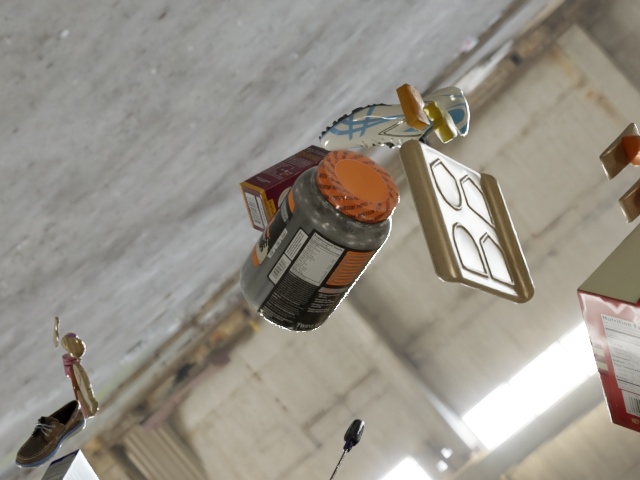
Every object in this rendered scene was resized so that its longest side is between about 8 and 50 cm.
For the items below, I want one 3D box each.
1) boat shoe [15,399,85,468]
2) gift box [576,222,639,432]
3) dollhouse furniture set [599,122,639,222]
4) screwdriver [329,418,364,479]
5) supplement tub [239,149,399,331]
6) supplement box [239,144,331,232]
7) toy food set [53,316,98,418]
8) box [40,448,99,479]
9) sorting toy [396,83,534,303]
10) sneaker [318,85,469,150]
[{"bbox_3d":[-0.541,0.379,2.190,0.183,0.066,0.066,-45,142,-52],"label":"boat shoe"},{"bbox_3d":[0.483,0.103,1.327,0.255,0.276,0.258,19,-130,43],"label":"gift box"},{"bbox_3d":[0.526,-0.037,1.490,0.135,0.259,0.262,-41,-156,-26],"label":"dollhouse furniture set"},{"bbox_3d":[0.032,0.302,1.544,0.170,0.024,0.025,-55,162,-58],"label":"screwdriver"},{"bbox_3d":[0.000,0.000,1.981,0.193,0.193,0.316,-36,165,-54],"label":"supplement tub"},{"bbox_3d":[-0.053,-0.099,2.178,0.188,0.104,0.080,-30,-149,-26],"label":"supplement box"},{"bbox_3d":[-0.263,0.144,1.207,0.019,0.122,0.078,-15,149,-26],"label":"toy food set"},{"bbox_3d":[-0.472,0.490,2.086,0.072,0.126,0.137,-24,-164,13],"label":"box"},{"bbox_3d":[0.188,-0.063,1.545,0.041,0.307,0.229,-30,153,31],"label":"sorting toy"},{"bbox_3d":[0.113,-0.171,1.699,0.237,0.086,0.085,-13,173,12],"label":"sneaker"}]
